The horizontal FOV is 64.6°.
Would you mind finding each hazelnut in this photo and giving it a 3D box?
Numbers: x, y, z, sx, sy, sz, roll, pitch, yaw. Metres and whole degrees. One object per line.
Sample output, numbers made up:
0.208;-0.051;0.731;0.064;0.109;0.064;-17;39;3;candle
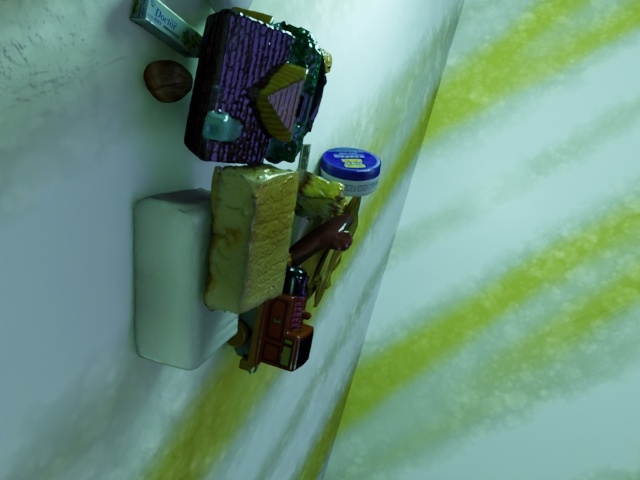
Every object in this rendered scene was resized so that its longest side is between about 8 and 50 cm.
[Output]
-0.269;-0.283;0.903;0.086;0.086;0.086;15;90;-70;hazelnut

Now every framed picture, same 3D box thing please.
-0.050;-0.264;1.611;0.066;0.007;0.089;-22;125;-65;framed picture

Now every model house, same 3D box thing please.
-0.130;-0.283;0.933;0.249;0.230;0.280;-85;-173;-77;model house

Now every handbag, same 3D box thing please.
0.029;0.029;1.879;0.283;0.133;0.400;80;31;-59;handbag

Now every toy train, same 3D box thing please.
-0.132;0.217;1.421;0.163;0.232;0.368;-18;120;-68;toy train

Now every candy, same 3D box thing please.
-0.270;0.072;1.062;0.208;0.145;0.358;-33;134;-62;candy

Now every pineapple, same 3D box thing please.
-0.016;-0.148;1.596;0.236;0.186;0.114;-19;-133;59;pineapple

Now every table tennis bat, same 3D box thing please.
0.000;0.000;1.522;0.268;0.051;0.415;-38;-170;-14;table tennis bat

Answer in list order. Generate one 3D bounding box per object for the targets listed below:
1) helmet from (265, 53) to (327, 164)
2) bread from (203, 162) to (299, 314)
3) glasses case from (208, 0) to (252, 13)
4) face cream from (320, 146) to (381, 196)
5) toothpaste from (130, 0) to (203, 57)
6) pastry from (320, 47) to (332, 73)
-0.109;-0.334;1.180;0.278;0.160;0.230;-60;163;1;helmet
-0.138;-0.009;0.998;0.185;0.114;0.274;-23;123;-63;bread
-0.192;-0.544;0.919;0.113;0.075;0.296;-62;156;-23;glasses case
0.102;-0.235;1.747;0.206;0.206;0.111;-47;148;-52;face cream
-0.269;-0.376;0.902;0.164;0.034;0.046;12;90;-70;toothpaste
-0.008;-0.517;1.465;0.140;0.056;0.080;-45;156;-58;pastry
